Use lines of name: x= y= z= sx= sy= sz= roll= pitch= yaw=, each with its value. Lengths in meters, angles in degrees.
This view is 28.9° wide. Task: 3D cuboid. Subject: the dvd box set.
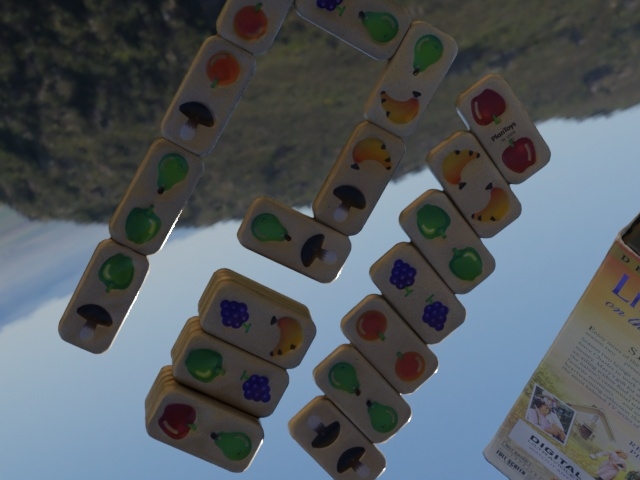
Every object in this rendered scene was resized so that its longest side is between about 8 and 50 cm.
dvd box set: x=0.319 y=0.181 z=1.052 sx=0.062 sy=0.308 sz=0.420 roll=-44 pitch=162 yaw=-28

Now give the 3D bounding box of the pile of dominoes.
pile of dominoes: x=0.000 y=0.000 z=0.634 sx=0.251 sy=0.196 sz=0.040 roll=-62 pitch=-165 yaw=7
